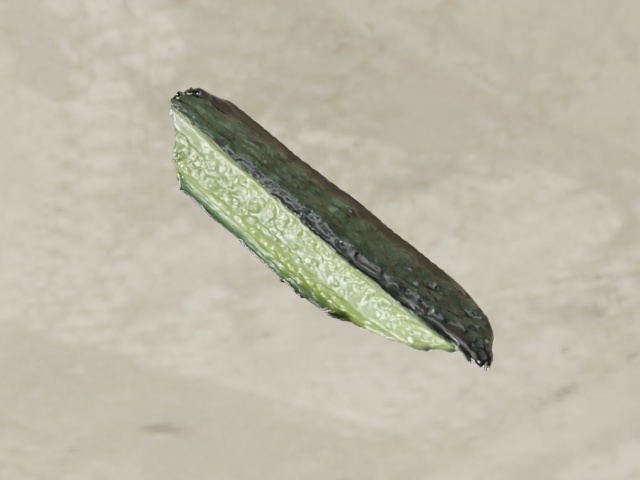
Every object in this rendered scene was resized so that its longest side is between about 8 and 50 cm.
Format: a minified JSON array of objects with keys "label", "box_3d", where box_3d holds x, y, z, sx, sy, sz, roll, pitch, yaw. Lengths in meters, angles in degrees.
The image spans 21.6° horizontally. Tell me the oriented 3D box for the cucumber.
[{"label":"cucumber","box_3d":[0.000,0.000,0.904,0.220,0.046,0.070,41,142,-7]}]
